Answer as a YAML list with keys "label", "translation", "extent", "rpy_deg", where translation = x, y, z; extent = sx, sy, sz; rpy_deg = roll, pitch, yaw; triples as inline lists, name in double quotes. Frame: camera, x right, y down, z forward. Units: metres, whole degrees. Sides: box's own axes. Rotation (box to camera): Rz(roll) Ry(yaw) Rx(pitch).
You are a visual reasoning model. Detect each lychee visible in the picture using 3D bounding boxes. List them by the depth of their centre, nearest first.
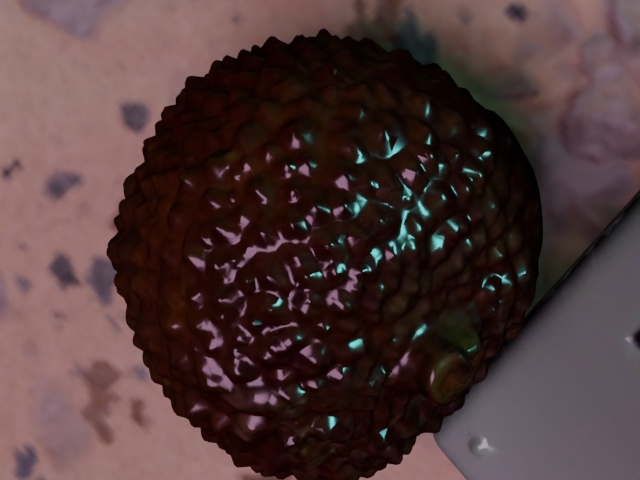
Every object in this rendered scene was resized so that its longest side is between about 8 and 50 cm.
- label: "lychee"
  translation: [0.001, 0.002, 0.484]
  extent: [0.123, 0.129, 0.123]
  rpy_deg: [-6, 109, -18]

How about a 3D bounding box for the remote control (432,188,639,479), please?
- label: "remote control"
  translation: [0.167, -0.006, 0.422]
  extent: [0.145, 0.050, 0.344]
  rpy_deg: [46, 128, 10]
